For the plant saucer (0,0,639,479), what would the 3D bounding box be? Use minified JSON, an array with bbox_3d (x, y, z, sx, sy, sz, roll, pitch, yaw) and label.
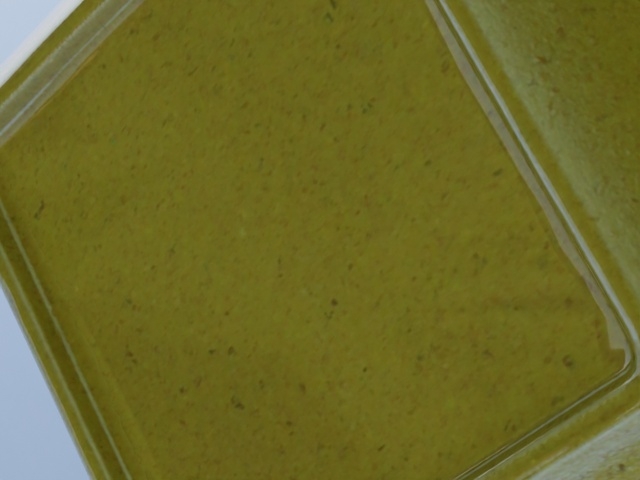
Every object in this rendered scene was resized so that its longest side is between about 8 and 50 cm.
[{"bbox_3d":[0.000,0.000,0.633,0.081,0.333,0.332,-7,-117,-52],"label":"plant saucer"}]
